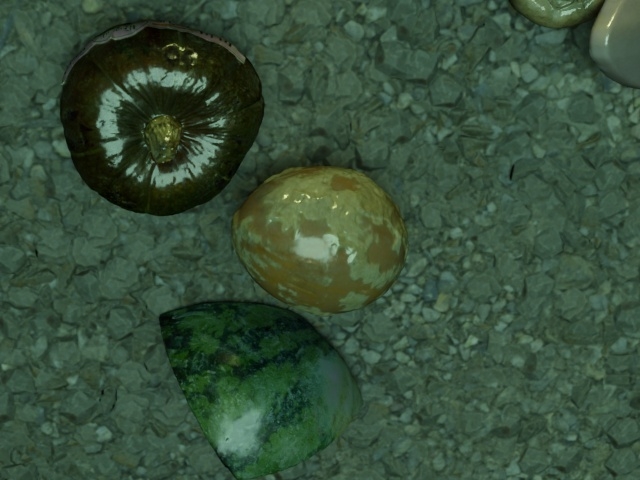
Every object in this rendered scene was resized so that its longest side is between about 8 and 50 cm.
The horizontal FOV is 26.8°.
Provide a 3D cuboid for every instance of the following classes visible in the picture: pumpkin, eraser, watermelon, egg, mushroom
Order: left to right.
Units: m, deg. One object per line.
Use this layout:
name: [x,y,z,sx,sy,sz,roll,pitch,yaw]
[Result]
pumpkin: [-0.202,-0.149,1.703,0.260,0.189,0.260,-2,113,-4]
watermelon: [-0.076,0.205,1.884,0.260,0.176,0.256,-11,73,1]
egg: [0.000,0.000,1.769,0.245,0.203,0.203,9,111,-28]
mushroom: [0.310,-0.352,1.705,0.166,0.127,0.166,-5,113,-11]
eraser: [0.417,-0.271,1.708,0.059,0.243,0.204,15,117,33]
